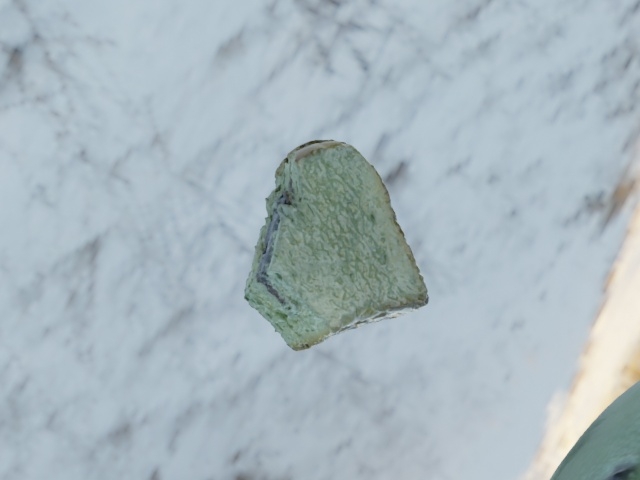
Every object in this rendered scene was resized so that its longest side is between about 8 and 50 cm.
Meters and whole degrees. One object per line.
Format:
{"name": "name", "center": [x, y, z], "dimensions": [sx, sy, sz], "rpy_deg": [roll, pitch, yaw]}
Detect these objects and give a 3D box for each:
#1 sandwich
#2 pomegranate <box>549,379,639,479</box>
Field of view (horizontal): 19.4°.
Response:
{"name": "sandwich", "center": [0.000, 0.000, 0.969], "dimensions": [0.093, 0.105, 0.036], "rpy_deg": [-12, 170, -35]}
{"name": "pomegranate", "center": [0.119, 0.123, 0.587], "dimensions": [0.187, 0.225, 0.187], "rpy_deg": [1, 89, -51]}
